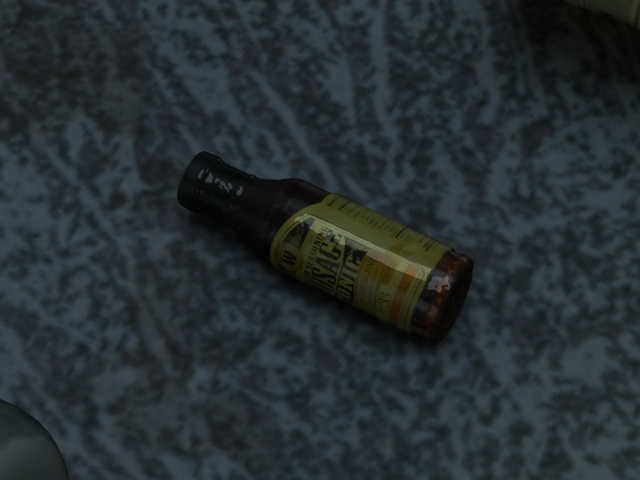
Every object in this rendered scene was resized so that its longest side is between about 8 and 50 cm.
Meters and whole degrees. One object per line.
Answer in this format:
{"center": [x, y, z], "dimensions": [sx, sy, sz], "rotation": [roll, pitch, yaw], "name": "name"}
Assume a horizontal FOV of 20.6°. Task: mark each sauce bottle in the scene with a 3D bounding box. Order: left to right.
{"center": [0.000, 0.000, 0.741], "dimensions": [0.128, 0.042, 0.042], "rotation": [23, 59, 17], "name": "sauce bottle"}

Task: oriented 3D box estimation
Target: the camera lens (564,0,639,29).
{"center": [0.231, -0.183, 0.758], "dimensions": [0.274, 0.219, 0.219], "rotation": [14, 57, 8], "name": "camera lens"}

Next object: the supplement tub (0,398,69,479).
{"center": [-0.260, 0.094, 0.582], "dimensions": [0.316, 0.193, 0.193], "rotation": [20, 58, 13], "name": "supplement tub"}
